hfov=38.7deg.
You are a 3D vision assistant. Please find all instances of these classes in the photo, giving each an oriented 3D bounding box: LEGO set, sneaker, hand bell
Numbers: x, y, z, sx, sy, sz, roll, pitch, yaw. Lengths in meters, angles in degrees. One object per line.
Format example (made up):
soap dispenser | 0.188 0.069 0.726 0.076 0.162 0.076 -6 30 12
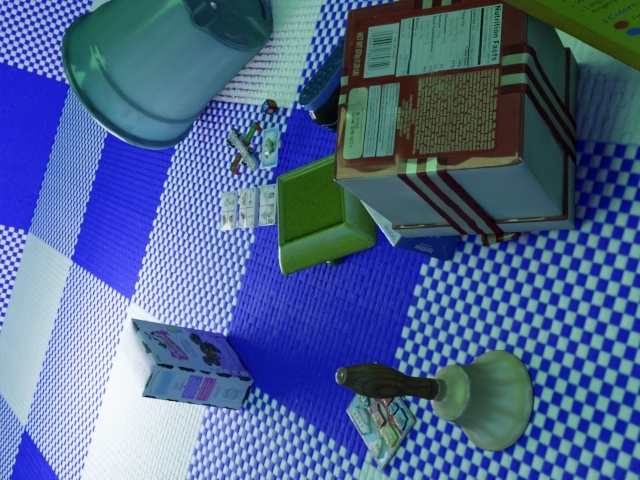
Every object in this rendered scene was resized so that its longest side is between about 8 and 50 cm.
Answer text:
LEGO set | -0.120 -0.143 1.756 0.182 0.060 0.244 -6 80 50
sneaker | 0.067 -0.282 1.492 0.232 0.090 0.081 -47 36 3
hand bell | 0.119 0.173 1.068 0.126 0.242 0.126 -28 55 50

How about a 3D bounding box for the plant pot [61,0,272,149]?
plant pot | -0.301 -0.418 1.888 0.334 0.341 0.341 -31 52 38

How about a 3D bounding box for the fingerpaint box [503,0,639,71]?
fingerpaint box | 0.360 -0.362 0.805 0.445 0.371 0.163 -28 55 50

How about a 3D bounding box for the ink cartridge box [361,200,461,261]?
ink cartridge box | 0.110 -0.055 1.306 0.046 0.097 0.207 -59 35 23

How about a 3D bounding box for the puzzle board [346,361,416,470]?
puzzle board | 0.083 0.250 1.305 0.096 0.011 0.128 -61 35 21

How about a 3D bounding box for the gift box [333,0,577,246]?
gift box | 0.159 -0.147 1.099 0.276 0.258 0.255 2 75 30

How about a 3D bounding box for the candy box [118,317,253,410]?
candy box | -0.243 0.221 1.635 0.165 0.196 0.070 45 115 53

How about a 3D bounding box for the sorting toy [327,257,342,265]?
sorting toy | 0.000 0.000 1.501 0.061 0.042 0.102 -56 38 27

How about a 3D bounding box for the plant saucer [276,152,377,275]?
plant saucer | -0.004 -0.058 1.475 0.188 0.045 0.188 -19 60 31
